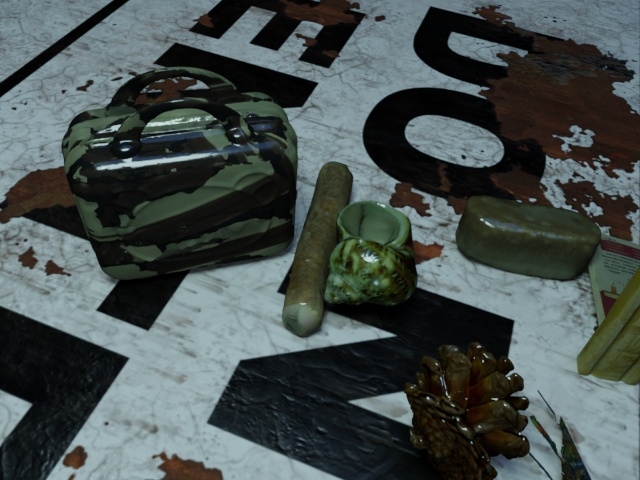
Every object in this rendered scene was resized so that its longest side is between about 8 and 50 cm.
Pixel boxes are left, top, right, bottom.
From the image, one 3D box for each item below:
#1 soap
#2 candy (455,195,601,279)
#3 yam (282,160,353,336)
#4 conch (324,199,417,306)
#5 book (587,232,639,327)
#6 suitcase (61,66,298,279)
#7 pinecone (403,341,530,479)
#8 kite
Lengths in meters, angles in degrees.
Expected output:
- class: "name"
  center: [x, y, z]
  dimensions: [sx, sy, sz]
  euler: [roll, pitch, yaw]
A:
- class: "soap"
  center: [0.459, 0.120, 0.811]
  dimensions: [0.092, 0.252, 0.037]
  euler: [10, 45, 4]
- class: "candy"
  center: [0.362, -0.007, 1.009]
  dimensions: [0.234, 0.104, 0.102]
  euler: [8, 44, 1]
- class: "yam"
  center: [0.000, 0.000, 0.985]
  dimensions: [0.081, 0.081, 0.357]
  euler: [10, 49, 3]
- class: "conch"
  center: [0.076, 0.031, 0.923]
  dimensions: [0.181, 0.124, 0.187]
  euler: [-13, 49, -46]
- class: "book"
  center: [0.545, 0.089, 0.984]
  dimensions: [0.162, 0.022, 0.232]
  euler: [17, 48, -5]
- class: "suitcase"
  center: [-0.206, -0.112, 0.889]
  dimensions: [0.351, 0.339, 0.194]
  euler: [-10, 52, -13]
- class: "pinecone"
  center: [0.194, 0.224, 0.747]
  dimensions: [0.150, 0.179, 0.195]
  euler: [-10, 19, 24]
- class: "kite"
  center: [0.329, 0.299, 0.761]
  dimensions: [0.160, 0.010, 0.183]
  euler: [52, 29, 2]
